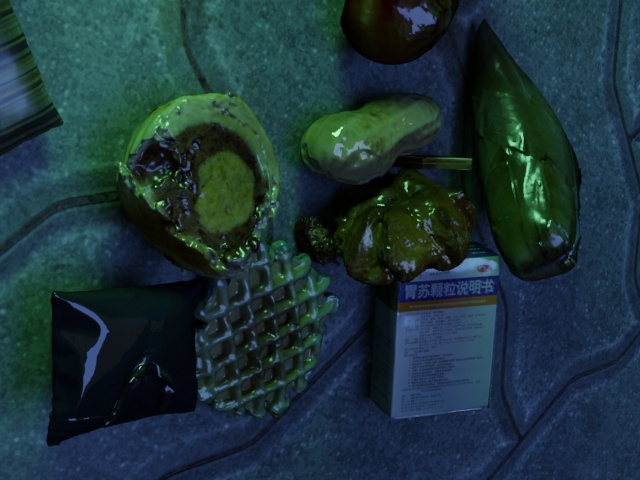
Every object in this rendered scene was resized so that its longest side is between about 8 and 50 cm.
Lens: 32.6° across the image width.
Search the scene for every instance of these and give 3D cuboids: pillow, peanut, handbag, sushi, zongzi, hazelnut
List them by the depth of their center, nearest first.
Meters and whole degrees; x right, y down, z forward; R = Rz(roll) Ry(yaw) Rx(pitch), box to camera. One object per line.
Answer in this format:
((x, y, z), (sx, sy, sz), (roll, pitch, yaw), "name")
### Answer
((-0.411, -0.213, 1.385), (0.113, 0.038, 0.203), (-34, 123, -27), "pillow")
((-0.262, 0.161, 1.497), (0.254, 0.089, 0.211), (-5, 105, -46), "handbag")
((0.131, -0.379, 1.748), (0.204, 0.178, 0.178), (-38, 127, -42), "hazelnut")
((0.092, -0.172, 1.805), (0.290, 0.130, 0.130), (-27, 120, -34), "peanut")
((-0.002, 0.003, 1.820), (0.118, 0.060, 0.061), (40, 70, -44), "sushi")
((0.348, -0.148, 1.952), (0.356, 0.174, 0.393), (-79, 147, -50), "zongzi")

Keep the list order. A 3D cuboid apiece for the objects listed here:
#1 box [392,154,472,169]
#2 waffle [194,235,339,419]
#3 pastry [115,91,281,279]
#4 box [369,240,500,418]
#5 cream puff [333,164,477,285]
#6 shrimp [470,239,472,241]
((0.191, -0.138, 1.933), (0.133, 0.090, 0.023), (-3, 100, -43), "box")
((-0.098, 0.146, 1.777), (0.309, 0.056, 0.292), (31, 82, -45), "waffle")
((-0.185, -0.081, 1.559), (0.256, 0.170, 0.236), (49, 48, -31), "pastry")
((0.205, 0.161, 1.990), (0.200, 0.106, 0.299), (-3, 105, -20), "box")
((0.134, -0.020, 1.813), (0.241, 0.269, 0.155), (-12, 118, -10), "cream puff")
((0.299, 0.074, 2.136), (0.091, 0.043, 0.184), (-48, 129, -26), "shrimp")
